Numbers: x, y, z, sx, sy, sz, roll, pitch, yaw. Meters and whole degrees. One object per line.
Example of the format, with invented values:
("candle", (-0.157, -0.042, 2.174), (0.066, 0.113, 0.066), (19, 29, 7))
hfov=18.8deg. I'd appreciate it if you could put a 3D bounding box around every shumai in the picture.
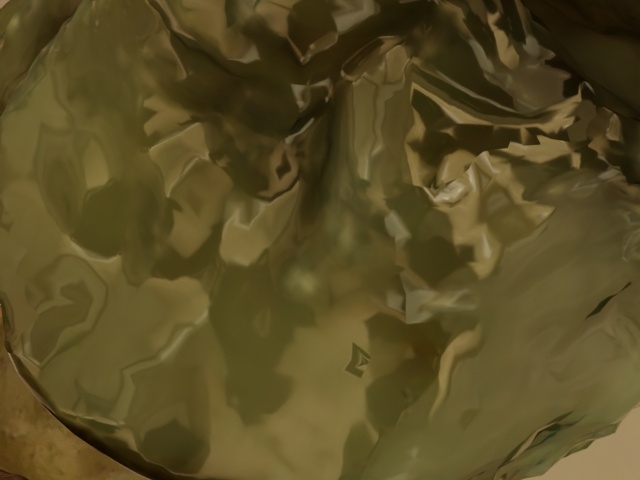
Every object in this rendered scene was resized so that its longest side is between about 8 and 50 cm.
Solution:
("shumai", (0.045, -0.089, 0.520), (0.324, 0.397, 0.323), (32, -57, -12))

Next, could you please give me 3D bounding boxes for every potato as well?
("potato", (-0.120, 0.097, 1.176), (0.194, 0.157, 0.157), (3, -44, 15))

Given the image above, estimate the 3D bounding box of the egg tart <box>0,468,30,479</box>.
("egg tart", (-0.079, 0.158, 0.543), (0.202, 0.147, 0.202), (29, -16, 9))
